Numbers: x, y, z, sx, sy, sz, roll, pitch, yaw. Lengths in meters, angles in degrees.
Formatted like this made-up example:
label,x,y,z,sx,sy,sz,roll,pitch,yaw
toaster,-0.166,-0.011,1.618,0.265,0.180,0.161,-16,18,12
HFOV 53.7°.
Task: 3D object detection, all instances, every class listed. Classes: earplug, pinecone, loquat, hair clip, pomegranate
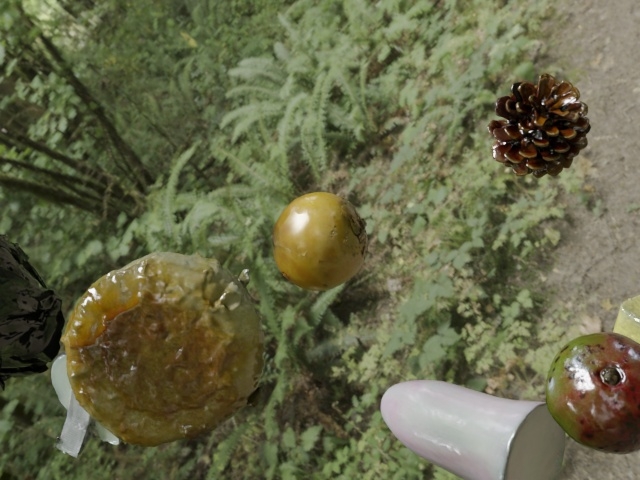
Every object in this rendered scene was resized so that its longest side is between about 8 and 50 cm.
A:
label,x,y,z,sx,sy,sz,roll,pitch,yaw
earplug,0.223,0.309,1.046,0.301,0.172,0.172,9,66,49
pinecone,0.560,-0.303,1.608,0.264,0.264,0.264,-35,34,28
loquat,0.000,0.000,1.489,0.235,0.235,0.235,-35,34,28
hair clip,-0.357,0.242,0.967,0.054,0.140,0.220,-45,-21,-58
pomegranate,0.320,0.179,0.692,0.129,0.159,0.129,-29,27,16

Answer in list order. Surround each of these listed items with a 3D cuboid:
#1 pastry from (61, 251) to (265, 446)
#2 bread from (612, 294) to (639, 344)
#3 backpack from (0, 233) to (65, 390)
label,x,y,z,sx,sy,sz,roll,pitch,yaw
pastry,-0.192,0.131,0.792,0.257,0.235,0.121,-19,14,3
bread,0.607,0.198,0.955,0.236,0.198,0.263,-21,41,-26
backpack,-0.347,0.079,0.600,0.258,0.206,0.133,90,178,-67
